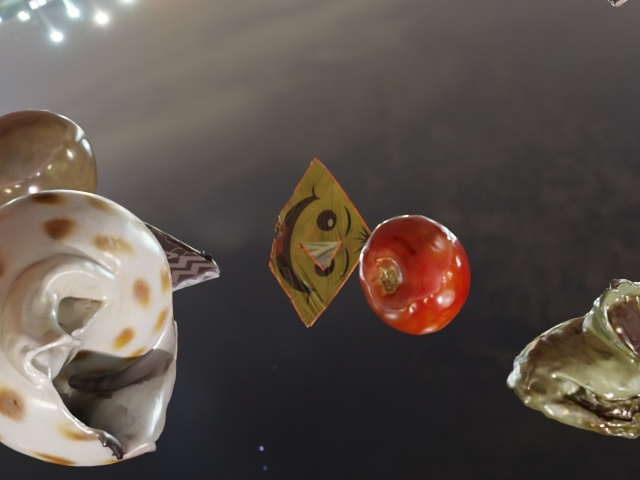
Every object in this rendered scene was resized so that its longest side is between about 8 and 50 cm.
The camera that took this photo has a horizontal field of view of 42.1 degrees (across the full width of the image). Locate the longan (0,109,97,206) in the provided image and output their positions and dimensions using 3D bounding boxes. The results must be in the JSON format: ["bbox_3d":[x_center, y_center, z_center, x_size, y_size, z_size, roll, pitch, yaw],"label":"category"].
[{"bbox_3d":[-0.608,-0.110,1.687,0.350,0.288,0.288,-38,-163,25],"label":"longan"}]

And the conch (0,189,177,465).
[{"bbox_3d":[-0.186,0.055,0.602,0.149,0.182,0.275,-9,-170,10],"label":"conch"}]

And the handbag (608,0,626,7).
[{"bbox_3d":[0.572,-0.604,1.657,0.193,0.190,0.251,-52,-151,25],"label":"handbag"}]

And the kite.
[{"bbox_3d":[-0.002,0.000,1.792,0.013,0.377,0.327,11,172,-41],"label":"kite"}]

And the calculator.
[{"bbox_3d":[-0.288,0.010,1.202,0.274,0.028,0.166,26,-153,32],"label":"calculator"}]

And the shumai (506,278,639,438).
[{"bbox_3d":[0.541,0.198,1.597,0.292,0.288,0.330,17,-167,22],"label":"shumai"}]

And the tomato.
[{"bbox_3d":[0.152,0.054,1.326,0.136,0.195,0.195,-5,-173,-39],"label":"tomato"}]
